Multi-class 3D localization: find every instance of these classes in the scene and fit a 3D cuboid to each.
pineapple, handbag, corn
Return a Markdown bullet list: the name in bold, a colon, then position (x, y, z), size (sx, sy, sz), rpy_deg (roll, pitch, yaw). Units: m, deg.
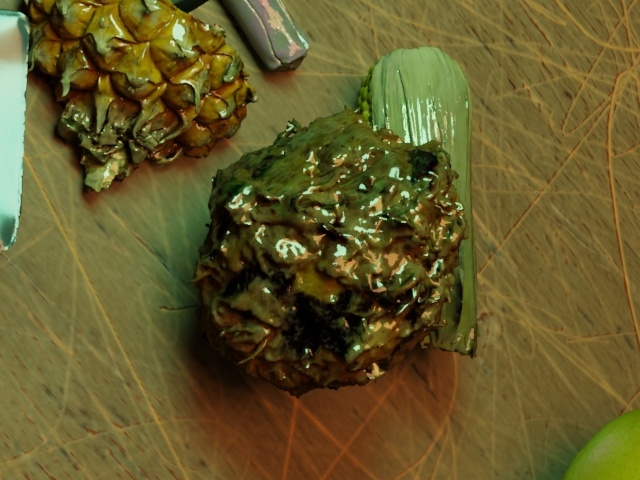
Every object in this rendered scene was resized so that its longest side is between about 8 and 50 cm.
- **pineapple**: position (-0.163, -0.133, 1.690), size (0.250, 0.140, 0.164), rpy_deg (42, 59, -22)
- **handbag**: position (-0.324, -0.095, 1.622), size (0.144, 0.057, 0.221), rpy_deg (10, 72, -27)
- **corn**: position (0.099, -0.033, 1.844), size (0.122, 0.123, 0.305), rpy_deg (3, 76, -30)

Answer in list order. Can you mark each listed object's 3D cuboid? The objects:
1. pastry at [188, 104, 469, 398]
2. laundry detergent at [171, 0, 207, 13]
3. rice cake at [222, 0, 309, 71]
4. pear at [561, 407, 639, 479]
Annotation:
- **pastry**: position (0.000, 0.000, 1.684), size (0.193, 0.275, 0.275), rpy_deg (53, 52, -38)
- **laundry detergent**: position (-0.166, -0.304, 1.762), size (0.061, 0.096, 0.206), rpy_deg (-18, 84, -42)
- **rice cake**: position (-0.094, -0.275, 1.825), size (0.049, 0.055, 0.270), rpy_deg (-37, 101, -31)
- **pear**: position (0.339, 0.301, 1.850), size (0.336, 0.285, 0.285), rpy_deg (-18, 86, 6)
